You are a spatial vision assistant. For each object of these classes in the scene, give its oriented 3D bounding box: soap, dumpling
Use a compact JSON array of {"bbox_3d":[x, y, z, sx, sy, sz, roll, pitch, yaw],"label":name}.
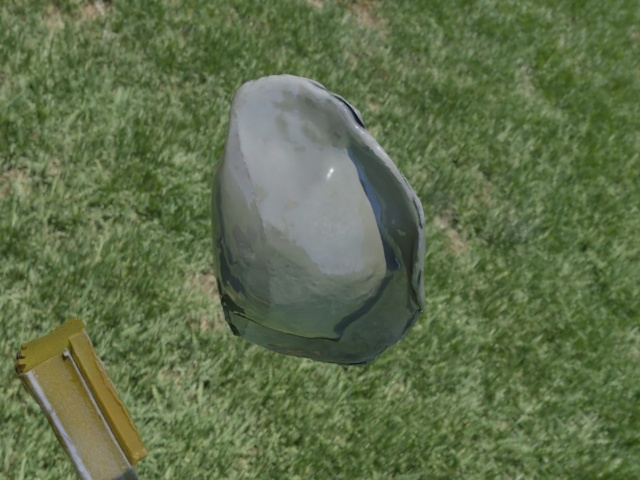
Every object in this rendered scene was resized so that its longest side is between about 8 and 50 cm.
[{"bbox_3d":[-0.435,0.305,1.512,0.143,0.259,0.281,-25,104,-11],"label":"soap"},{"bbox_3d":[0.000,-0.004,0.944,0.260,0.341,0.181,13,8,19],"label":"dumpling"}]
